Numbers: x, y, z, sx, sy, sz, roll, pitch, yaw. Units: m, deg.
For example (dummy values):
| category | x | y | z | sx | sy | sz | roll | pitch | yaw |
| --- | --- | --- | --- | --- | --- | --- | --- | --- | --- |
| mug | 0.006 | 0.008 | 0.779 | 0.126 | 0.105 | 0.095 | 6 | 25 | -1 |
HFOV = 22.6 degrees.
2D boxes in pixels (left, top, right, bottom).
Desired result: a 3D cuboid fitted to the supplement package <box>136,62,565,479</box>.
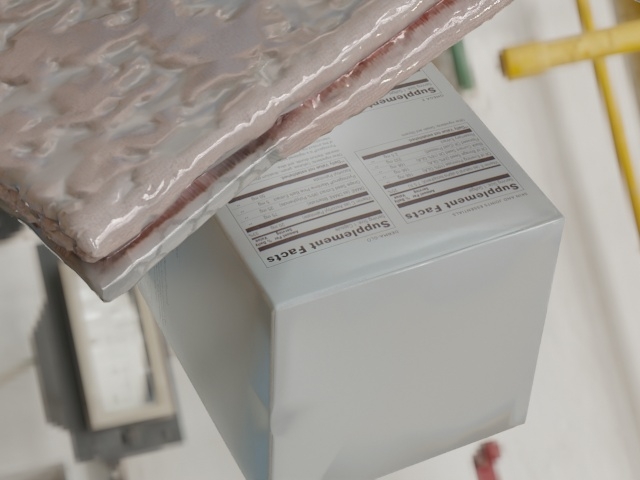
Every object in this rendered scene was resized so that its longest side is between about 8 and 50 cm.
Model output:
| category | x | y | z | sx | sy | sz | roll | pitch | yaw |
| --- | --- | --- | --- | --- | --- | --- | --- | --- | --- |
| supplement package | 0.000 | 0.000 | 1.068 | 0.262 | 0.198 | 0.199 | 55 | -26 | 40 |

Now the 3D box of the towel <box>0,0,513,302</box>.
| category | x | y | z | sx | sy | sz | roll | pitch | yaw |
| --- | --- | --- | --- | --- | --- | --- | --- | --- | --- |
| towel | -0.061 | -0.134 | 0.780 | 0.332 | 0.317 | 0.053 | 34 | -24 | 47 |

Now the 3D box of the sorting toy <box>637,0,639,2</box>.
| category | x | y | z | sx | sy | sz | roll | pitch | yaw |
| --- | --- | --- | --- | --- | --- | --- | --- | --- | --- |
| sorting toy | 0.287 | -0.295 | 1.055 | 0.307 | 0.041 | 0.229 | -67 | -150 | 13 |
